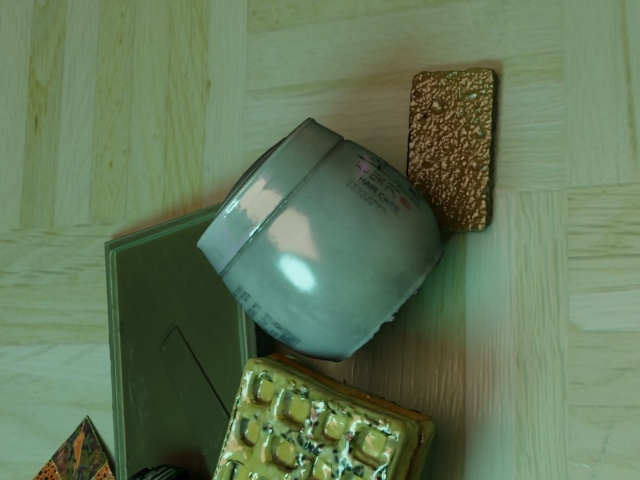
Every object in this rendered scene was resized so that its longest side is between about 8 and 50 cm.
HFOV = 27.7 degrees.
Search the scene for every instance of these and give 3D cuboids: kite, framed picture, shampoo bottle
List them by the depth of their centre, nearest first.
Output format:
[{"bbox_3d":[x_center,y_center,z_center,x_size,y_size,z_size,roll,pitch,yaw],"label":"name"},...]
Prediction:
[{"bbox_3d":[0.000,0.000,1.700,0.266,0.273,0.273,43,104,-2],"label":"shampoo bottle"},{"bbox_3d":[-0.202,0.186,1.882,0.326,0.028,0.446,-16,74,44],"label":"framed picture"},{"bbox_3d":[-0.372,0.332,2.007,0.222,0.008,0.125,-3,73,36],"label":"kite"}]

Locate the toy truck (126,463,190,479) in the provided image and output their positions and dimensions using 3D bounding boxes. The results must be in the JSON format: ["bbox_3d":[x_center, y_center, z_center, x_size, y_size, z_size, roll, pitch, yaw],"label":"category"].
[{"bbox_3d":[-0.213,0.439,1.801,0.121,0.088,0.259,0,108,36],"label":"toy truck"}]

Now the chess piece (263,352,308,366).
[{"bbox_3d":[-0.013,0.255,1.781,0.133,0.133,0.243,-50,57,12],"label":"chess piece"}]

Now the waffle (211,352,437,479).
[{"bbox_3d":[-0.029,0.352,1.627,0.261,0.114,0.376,20,96,32],"label":"waffle"}]

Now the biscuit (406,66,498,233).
[{"bbox_3d":[0.180,-0.124,1.791,0.131,0.025,0.230,1,82,28],"label":"biscuit"}]
